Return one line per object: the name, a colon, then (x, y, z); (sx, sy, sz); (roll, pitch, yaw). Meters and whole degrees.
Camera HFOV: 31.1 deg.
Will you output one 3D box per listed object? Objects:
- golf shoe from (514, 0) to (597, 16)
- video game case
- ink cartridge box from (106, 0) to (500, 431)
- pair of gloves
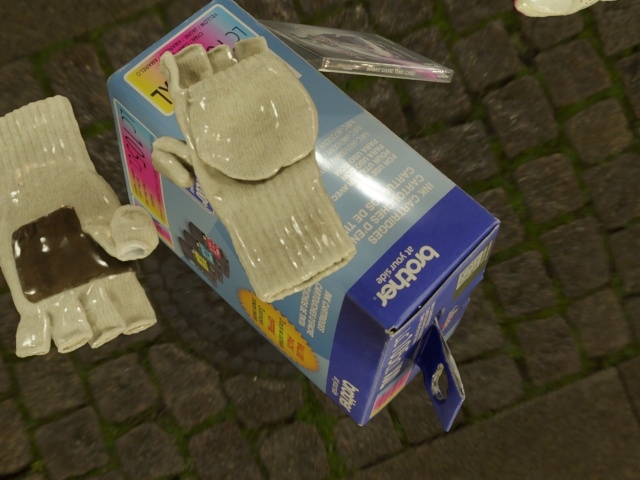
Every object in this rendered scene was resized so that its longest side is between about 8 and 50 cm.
golf shoe: (0.221, -0.382, 1.219); (0.140, 0.115, 0.306); (-21, 87, 20)
video game case: (0.045, -0.292, 1.766); (0.274, 0.196, 0.026); (-1, 116, -41)
ink cartridge box: (0.000, 0.000, 1.056); (0.395, 0.270, 0.151); (40, 69, 15)
pair of gloves: (-0.112, -0.038, 0.781); (0.240, 0.042, 0.204); (-18, 66, 1)
